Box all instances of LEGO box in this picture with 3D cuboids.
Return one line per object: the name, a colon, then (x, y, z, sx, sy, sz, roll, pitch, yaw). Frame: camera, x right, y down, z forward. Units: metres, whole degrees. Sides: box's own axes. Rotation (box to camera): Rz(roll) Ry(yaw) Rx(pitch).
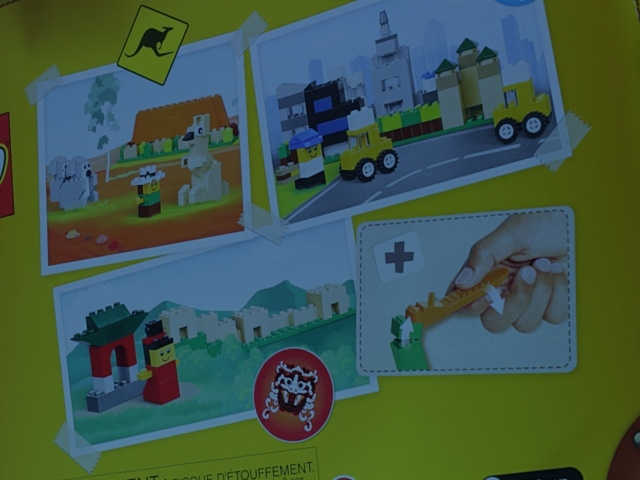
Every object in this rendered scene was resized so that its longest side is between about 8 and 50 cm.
LEGO box: (0.000, 0.000, 0.826, 0.500, 0.372, 0.193, -12, 167, 28)
